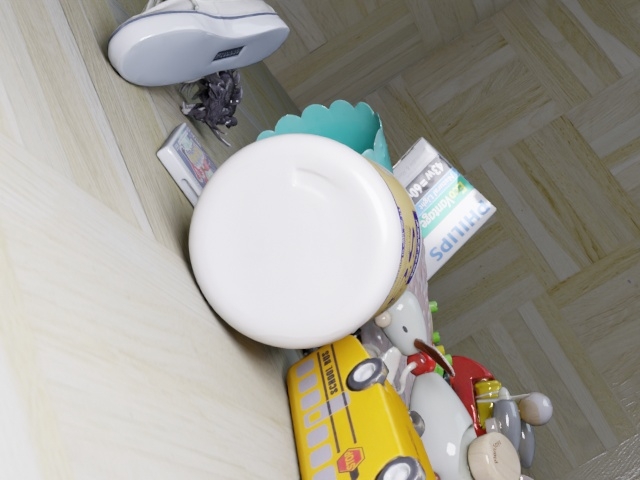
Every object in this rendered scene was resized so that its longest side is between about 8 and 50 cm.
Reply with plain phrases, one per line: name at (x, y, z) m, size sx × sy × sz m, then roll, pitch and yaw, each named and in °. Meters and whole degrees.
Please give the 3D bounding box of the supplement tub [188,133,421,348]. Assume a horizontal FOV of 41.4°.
supplement tub at (0.000, 0.000, 1.064) m, size 0.241 × 0.241 × 0.331 m, roll 59°, pitch 11°, yaw 6°

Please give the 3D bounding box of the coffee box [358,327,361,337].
coffee box at (0.030, 0.105, 1.525) m, size 0.113 × 0.040 × 0.184 m, roll 23°, pitch -23°, yaw 46°

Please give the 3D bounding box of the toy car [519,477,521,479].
toy car at (0.224, 0.378, 1.469) m, size 0.188 × 0.155 × 0.149 m, roll 49°, pitch 6°, yaw 6°

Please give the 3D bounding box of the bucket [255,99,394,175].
bucket at (0.010, -0.115, 1.599) m, size 0.281 × 0.281 × 0.183 m, roll -112°, pitch 178°, yaw -53°

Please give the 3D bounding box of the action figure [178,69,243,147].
action figure at (-0.202, -0.292, 1.450) m, size 0.164 × 0.141 × 0.276 m, roll 62°, pitch 25°, yaw -69°

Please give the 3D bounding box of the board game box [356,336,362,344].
board game box at (0.138, 0.273, 1.705) m, size 0.243 × 0.042 × 0.165 m, roll 60°, pitch 7°, yaw 13°

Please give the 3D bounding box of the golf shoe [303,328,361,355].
golf shoe at (0.029, 0.147, 1.306) m, size 0.077 × 0.094 × 0.198 m, roll 58°, pitch 6°, yaw 11°

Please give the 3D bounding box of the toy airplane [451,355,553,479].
toy airplane at (0.474, 0.493, 2.135) m, size 0.384 × 0.272 × 0.386 m, roll 56°, pitch 7°, yaw -18°

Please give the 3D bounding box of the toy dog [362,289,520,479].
toy dog at (0.139, 0.247, 1.232) m, size 0.334 × 0.220 × 0.161 m, roll 49°, pitch 29°, yaw 22°

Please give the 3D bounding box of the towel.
towel at (0.136, 0.137, 1.528) m, size 0.317 × 0.053 × 0.332 m, roll 8°, pitch 77°, yaw -68°

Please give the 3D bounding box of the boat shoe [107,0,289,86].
boat shoe at (-0.202, -0.342, 1.276) m, size 0.156 × 0.136 × 0.367 m, roll 53°, pitch 39°, yaw 8°

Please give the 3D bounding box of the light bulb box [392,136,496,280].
light bulb box at (0.189, -0.019, 1.925) m, size 0.225 × 0.358 × 0.361 m, roll 45°, pitch 5°, yaw 5°

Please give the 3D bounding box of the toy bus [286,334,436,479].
toy bus at (0.049, 0.234, 0.919) m, size 0.108 × 0.130 × 0.333 m, roll 56°, pitch 7°, yaw -24°

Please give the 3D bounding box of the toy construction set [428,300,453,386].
toy construction set at (0.248, 0.252, 2.108) m, size 0.328 × 0.151 × 0.215 m, roll -60°, pitch 143°, yaw -73°

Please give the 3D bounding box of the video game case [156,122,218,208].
video game case at (-0.162, -0.075, 1.222) m, size 0.183 × 0.023 × 0.201 m, roll 56°, pitch 7°, yaw -16°
